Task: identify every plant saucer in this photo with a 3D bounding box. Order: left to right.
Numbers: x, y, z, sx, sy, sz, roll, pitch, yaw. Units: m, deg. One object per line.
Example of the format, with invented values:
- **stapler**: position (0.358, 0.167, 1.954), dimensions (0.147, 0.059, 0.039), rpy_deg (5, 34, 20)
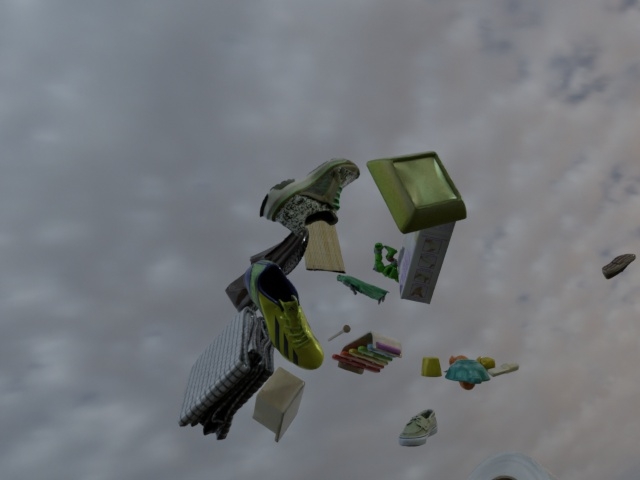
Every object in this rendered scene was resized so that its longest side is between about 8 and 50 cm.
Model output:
- **plant saucer**: position (0.220, -0.121, 0.997), dimensions (0.188, 0.188, 0.045), rpy_deg (-13, -22, -26)

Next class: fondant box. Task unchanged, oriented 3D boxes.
- **fondant box**: position (0.316, -0.012, 1.380), dimensions (0.096, 0.238, 0.330), rpy_deg (10, -63, 2)

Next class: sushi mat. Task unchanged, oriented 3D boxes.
- **sushi mat**: position (0.000, 0.000, 1.732), dimensions (0.151, 0.316, 0.019), rpy_deg (4, -47, -14)

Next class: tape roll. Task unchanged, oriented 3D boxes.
- **tape roll**: position (0.449, 0.617, 0.995), dimensions (0.169, 0.246, 0.246), rpy_deg (39, -81, -15)

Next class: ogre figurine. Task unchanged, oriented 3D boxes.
- **ogre figurine**: position (0.294, 0.098, 1.859), dimensions (0.197, 0.097, 0.118), rpy_deg (30, -99, -22)

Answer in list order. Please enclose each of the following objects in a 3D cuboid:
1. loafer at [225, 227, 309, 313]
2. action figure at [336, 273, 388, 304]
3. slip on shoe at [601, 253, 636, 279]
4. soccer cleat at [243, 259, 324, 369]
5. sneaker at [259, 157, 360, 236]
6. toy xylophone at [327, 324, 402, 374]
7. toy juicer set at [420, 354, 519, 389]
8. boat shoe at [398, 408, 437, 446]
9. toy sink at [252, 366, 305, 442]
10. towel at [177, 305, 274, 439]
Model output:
- **loafer**: position (-0.172, 0.073, 1.488), dimensions (0.366, 0.130, 0.134), rpy_deg (-48, -16, -26)
- **action figure**: position (0.170, 0.204, 1.987), dimensions (0.137, 0.232, 0.063), rpy_deg (-6, -61, -61)
- **slip on shoe**: position (1.051, 0.091, 1.606), dimensions (0.135, 0.051, 0.041), rpy_deg (-29, -74, -13)
- **soccer cleat**: position (-0.073, 0.174, 1.030), dimensions (0.093, 0.121, 0.289), rpy_deg (-36, -82, -35)
- **sneaker**: position (0.005, -0.121, 1.450), dimensions (0.410, 0.182, 0.158), rpy_deg (-32, -18, -36)
- **toy xylophone**: position (0.152, 0.408, 1.696), dimensions (0.236, 0.081, 0.323), rpy_deg (17, -32, -7)
- **toy juicer set**: position (0.486, 0.416, 1.422), dimensions (0.209, 0.329, 0.089), rpy_deg (3, -99, -26)
- **boat shoe**: position (0.401, 0.774, 1.895), dimensions (0.302, 0.109, 0.094), rpy_deg (10, -107, -58)
- **toy sink**: position (-0.164, 0.619, 1.727), dimensions (0.153, 0.131, 0.234), rpy_deg (-46, -24, -44)
- **towel**: position (-0.219, 0.325, 1.145), dimensions (0.121, 0.284, 0.235), rpy_deg (41, -82, -17)
